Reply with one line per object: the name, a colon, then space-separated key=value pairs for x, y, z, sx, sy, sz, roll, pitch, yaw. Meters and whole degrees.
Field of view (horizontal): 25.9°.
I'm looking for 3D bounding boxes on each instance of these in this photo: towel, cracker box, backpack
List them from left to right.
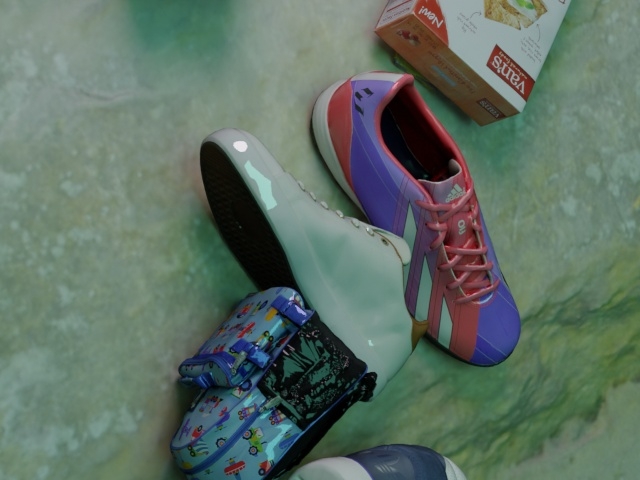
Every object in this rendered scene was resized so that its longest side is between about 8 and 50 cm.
backpack: x=-0.061 y=0.138 z=1.165 sx=0.117 sy=0.158 sz=0.173 roll=46 pitch=76 yaw=-11
towel: x=0.106 y=-0.196 z=1.379 sx=0.060 sy=0.009 sz=0.083 roll=29 pitch=70 yaw=-25
cracker box: x=0.167 y=-0.252 z=1.380 sx=0.155 sy=0.067 sz=0.232 roll=38 pitch=63 yaw=-24

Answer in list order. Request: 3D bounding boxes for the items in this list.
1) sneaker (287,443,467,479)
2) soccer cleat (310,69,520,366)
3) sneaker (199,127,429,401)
sneaker: x=0.031 y=0.329 z=1.212 sx=0.236 sy=0.130 sz=0.323 roll=9 pitch=103 yaw=-52
soccer cleat: x=0.109 y=-0.015 z=1.299 sx=0.108 sy=0.116 sz=0.318 roll=-38 pitch=105 yaw=-29
sneaker: x=0.000 y=0.000 z=1.240 sx=0.123 sy=0.106 sz=0.290 roll=-43 pitch=119 yaw=-22
